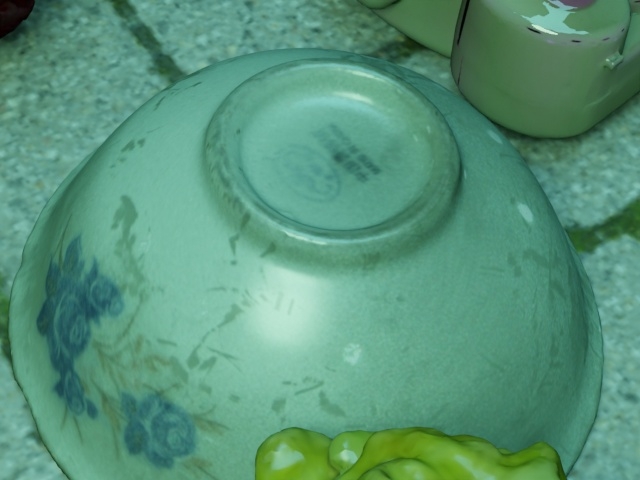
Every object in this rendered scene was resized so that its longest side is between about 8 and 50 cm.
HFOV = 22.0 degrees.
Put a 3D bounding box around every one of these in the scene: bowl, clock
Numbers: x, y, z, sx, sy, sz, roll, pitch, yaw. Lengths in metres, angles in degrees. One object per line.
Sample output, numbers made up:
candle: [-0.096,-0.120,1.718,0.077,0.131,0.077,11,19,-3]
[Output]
bowl: [0.000,0.000,0.803,0.313,0.146,0.313,3,55,-4]
clock: [0.121,-0.222,0.999,0.284,0.114,0.309,-37,64,-26]

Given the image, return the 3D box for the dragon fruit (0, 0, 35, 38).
dragon fruit: [-0.267,-0.244,0.864,0.329,0.329,0.329,3,54,-4]

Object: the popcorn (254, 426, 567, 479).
popcorn: [0.032,0.188,0.647,0.181,0.217,0.235,-11,44,-46]
